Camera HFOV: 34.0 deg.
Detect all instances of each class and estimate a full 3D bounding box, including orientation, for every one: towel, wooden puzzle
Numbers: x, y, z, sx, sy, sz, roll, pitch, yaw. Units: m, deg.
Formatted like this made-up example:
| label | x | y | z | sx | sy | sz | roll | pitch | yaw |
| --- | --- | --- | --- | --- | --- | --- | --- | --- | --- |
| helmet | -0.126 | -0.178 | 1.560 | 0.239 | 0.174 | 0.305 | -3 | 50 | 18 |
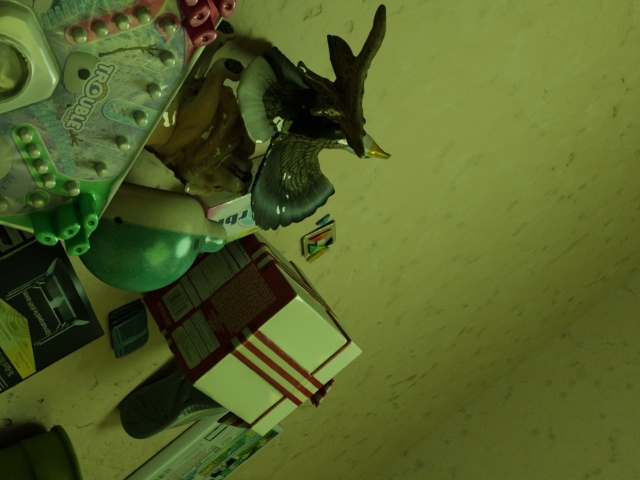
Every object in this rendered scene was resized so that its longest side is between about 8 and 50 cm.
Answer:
| label | x | y | z | sx | sy | sz | roll | pitch | yaw |
| --- | --- | --- | --- | --- | --- | --- | --- | --- | --- |
| towel | -0.319 | 0.151 | 1.752 | 0.067 | 0.029 | 0.119 | -27 | 151 | -23 |
| wooden puzzle | 0.000 | 0.000 | 1.924 | 0.079 | 0.014 | 0.116 | -34 | 152 | -10 |

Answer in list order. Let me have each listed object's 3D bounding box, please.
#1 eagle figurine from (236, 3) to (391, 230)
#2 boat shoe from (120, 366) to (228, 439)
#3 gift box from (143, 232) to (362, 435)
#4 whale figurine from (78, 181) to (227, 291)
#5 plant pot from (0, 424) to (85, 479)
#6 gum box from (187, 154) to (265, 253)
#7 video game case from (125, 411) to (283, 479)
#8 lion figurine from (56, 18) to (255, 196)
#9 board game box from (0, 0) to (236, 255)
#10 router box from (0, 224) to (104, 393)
| label | x | y | z | sx | sy | sz | roll | pitch | yaw |
| --- | --- | --- | --- | --- | --- | --- | --- | --- | --- |
| eagle figurine | -0.016 | -0.145 | 1.361 | 0.226 | 0.225 | 0.298 | -39 | -170 | -22 |
| boat shoe | -0.218 | 0.278 | 1.959 | 0.320 | 0.118 | 0.103 | -29 | 168 | 9 |
| gift box | -0.125 | 0.154 | 1.748 | 0.276 | 0.255 | 0.258 | -38 | 139 | 7 |
| whale figurine | -0.235 | -0.001 | 1.435 | 0.272 | 0.216 | 0.141 | 21 | 81 | -82 |
| plant pot | -0.570 | 0.523 | 1.719 | 0.353 | 0.366 | 0.366 | -10 | 143 | -25 |
| gum box | -0.114 | -0.064 | 1.631 | 0.188 | 0.062 | 0.107 | -22 | 149 | -28 |
| video game case | -0.262 | 0.486 | 2.332 | 0.329 | 0.036 | 0.300 | -39 | 153 | 0 |
| lion figurine | -0.235 | -0.159 | 1.298 | 0.392 | 0.142 | 0.240 | 4 | 140 | -34 |
| board game box | -0.334 | -0.172 | 1.062 | 0.390 | 0.050 | 0.390 | 18 | 122 | -33 |
| router box | -0.452 | 0.096 | 1.447 | 0.243 | 0.081 | 0.309 | -30 | 152 | -15 |
